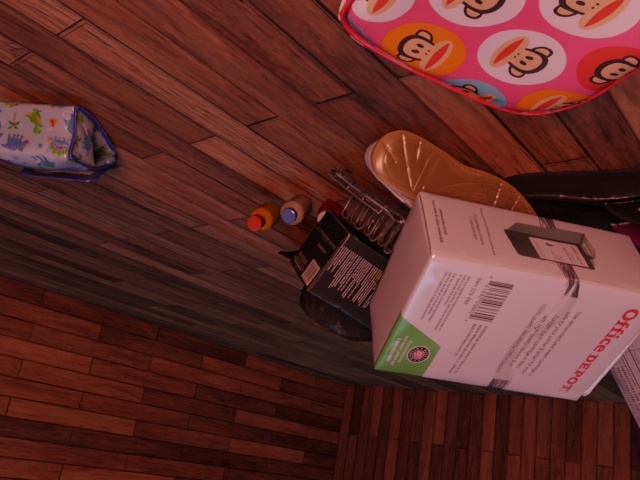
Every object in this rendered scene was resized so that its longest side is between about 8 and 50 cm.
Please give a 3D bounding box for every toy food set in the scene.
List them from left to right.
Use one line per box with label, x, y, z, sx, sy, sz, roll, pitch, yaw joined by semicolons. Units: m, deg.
toy food set;0.000;0.000;1.022;0.232;0.111;0.104;38;-164;1

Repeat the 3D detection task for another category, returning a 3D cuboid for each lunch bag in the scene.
lunch bag;-0.387;-0.139;0.930;0.128;0.096;0.151;6;175;4
lunch bag;0.135;-0.208;0.406;0.258;0.120;0.293;17;161;-18

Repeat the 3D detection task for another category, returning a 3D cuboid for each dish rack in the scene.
dish rack;0.123;-0.006;0.939;0.271;0.074;0.208;29;-172;-43

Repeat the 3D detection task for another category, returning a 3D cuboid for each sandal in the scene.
sandal;0.443;-0.024;0.814;0.445;0.107;0.167;-3;157;35

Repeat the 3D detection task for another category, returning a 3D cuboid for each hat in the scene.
hat;0.062;0.119;1.231;0.331;0.134;0.331;16;-177;-1

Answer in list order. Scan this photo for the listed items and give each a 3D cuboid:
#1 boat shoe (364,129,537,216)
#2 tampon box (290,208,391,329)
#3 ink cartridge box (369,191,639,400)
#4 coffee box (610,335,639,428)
boat shoe;0.181;-0.058;0.855;0.277;0.098;0.096;34;179;-13
tampon box;0.057;0.051;0.940;0.161;0.101;0.120;34;-173;-23
ink cartridge box;0.230;0.079;0.795;0.289;0.121;0.211;11;130;-10
coffee box;0.617;0.175;0.772;0.337;0.338;0.334;-19;164;-9
